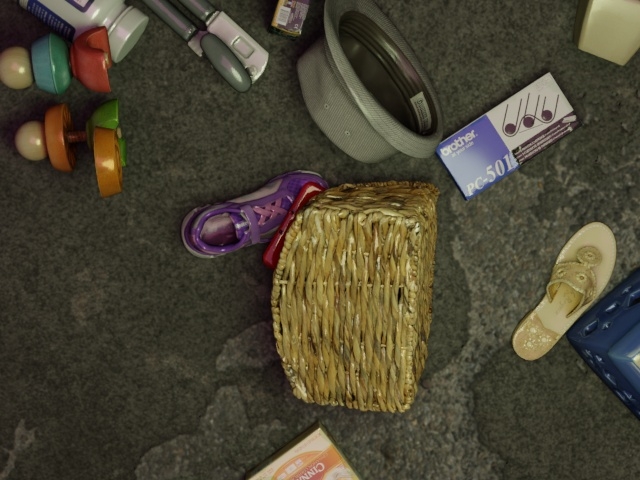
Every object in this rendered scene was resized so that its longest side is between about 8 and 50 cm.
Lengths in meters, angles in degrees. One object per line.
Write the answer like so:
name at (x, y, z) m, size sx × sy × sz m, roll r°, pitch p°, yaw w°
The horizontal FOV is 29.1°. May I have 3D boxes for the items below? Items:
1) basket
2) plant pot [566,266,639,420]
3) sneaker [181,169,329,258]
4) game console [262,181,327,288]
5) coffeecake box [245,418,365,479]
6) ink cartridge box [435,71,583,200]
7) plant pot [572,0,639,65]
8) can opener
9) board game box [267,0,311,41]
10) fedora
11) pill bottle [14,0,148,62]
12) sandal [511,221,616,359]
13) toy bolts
basket at (0.050, 0.071, 1.785) m, size 0.213 × 0.223 × 0.299 m, roll 4°, pitch 107°, yaw 11°
plant pot at (0.536, 0.161, 1.799) m, size 0.236 × 0.212 × 0.236 m, roll -42°, pitch 94°, yaw 2°
sneaker at (-0.096, -0.034, 1.834) m, size 0.236 × 0.104 × 0.095 m, roll -20°, pitch 93°, yaw 0°
game console at (0.000, 0.000, 1.847) m, size 0.085 × 0.124 × 0.144 m, roll 32°, pitch 94°, yaw 23°
coffeecake box at (-0.003, 0.393, 1.883) m, size 0.142 × 0.068 × 0.185 m, roll -37°, pitch 94°, yaw 1°
ink cartridge box at (0.281, -0.156, 1.857) m, size 0.207 × 0.046 × 0.097 m, roll -33°, pitch 92°, yaw 2°
plant pot at (0.429, -0.318, 1.821) m, size 0.109 × 0.109 × 0.096 m, roll 20°, pitch 106°, yaw -2°
can opener at (-0.191, -0.333, 1.823) m, size 0.280 × 0.093 × 0.074 m, roll 43°, pitch 94°, yaw 2°
board game box at (-0.029, -0.380, 1.790) m, size 0.048 × 0.141 × 0.170 m, roll 17°, pitch 94°, yaw -5°
fedora at (0.056, -0.220, 1.788) m, size 0.124 × 0.244 × 0.275 m, roll -32°, pitch 104°, yaw 31°
pill bottle at (-0.351, -0.348, 1.805) m, size 0.187 × 0.112 × 0.112 m, roll 36°, pitch 93°, yaw -3°
sandal at (0.376, 0.083, 1.858) m, size 0.088 × 0.079 × 0.240 m, roll 35°, pitch 93°, yaw -3°
toy bolts at (-0.369, -0.175, 1.740) m, size 0.158 × 0.218 × 0.228 m, roll -6°, pitch 123°, yaw -4°
